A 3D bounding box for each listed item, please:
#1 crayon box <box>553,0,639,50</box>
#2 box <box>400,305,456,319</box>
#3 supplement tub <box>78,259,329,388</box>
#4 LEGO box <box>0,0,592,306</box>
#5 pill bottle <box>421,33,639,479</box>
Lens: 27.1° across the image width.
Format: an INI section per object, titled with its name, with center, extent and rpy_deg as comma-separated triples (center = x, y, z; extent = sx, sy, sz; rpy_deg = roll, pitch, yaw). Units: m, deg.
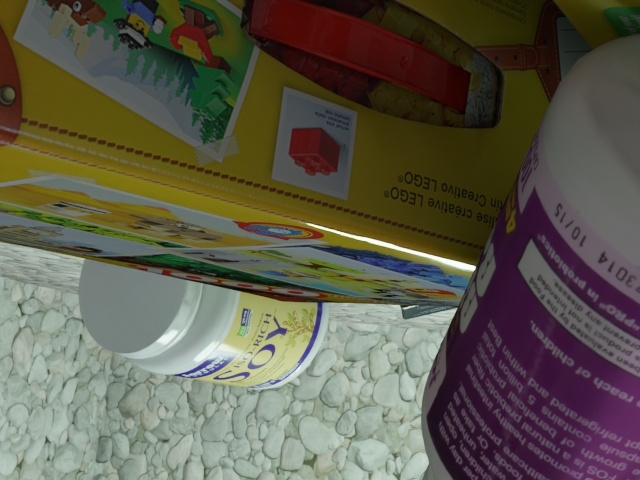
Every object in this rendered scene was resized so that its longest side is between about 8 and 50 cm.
[crayon box]
center = 0.207, -0.133, 0.627
extent = 0.165, 0.081, 0.278
rpy_deg = 4, 171, 26
[box]
center = 0.166, 0.032, 1.634
extent = 0.156, 0.093, 0.158
rpy_deg = -13, 170, 2
[supplement tub]
center = -0.167, 0.087, 1.960
extent = 0.241, 0.241, 0.331
rpy_deg = 2, 171, 36
[LEGO box]
center = -0.086, -0.091, 0.800
extent = 0.500, 0.193, 0.373
rpy_deg = 14, 170, -39
[pill bottle]
center = 0.146, 0.062, 0.659
extent = 0.169, 0.169, 0.301
rpy_deg = 9, 132, -10
